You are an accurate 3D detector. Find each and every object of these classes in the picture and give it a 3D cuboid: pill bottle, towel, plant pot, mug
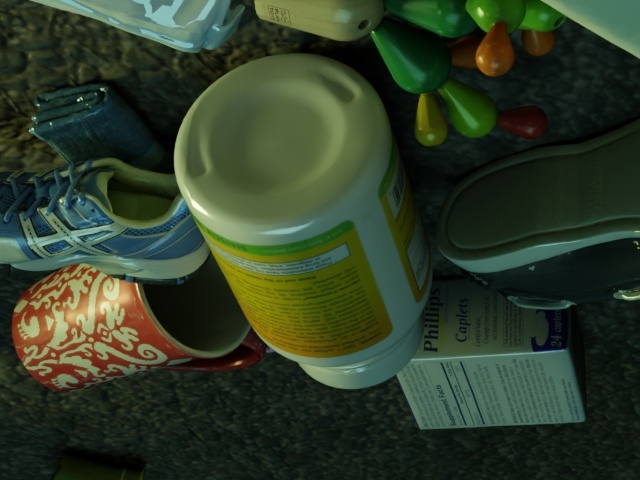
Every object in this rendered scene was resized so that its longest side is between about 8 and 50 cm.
[{"bbox_3d":[0.000,0.000,1.132,0.136,0.136,0.246,-3,148,13],"label":"pill bottle"},{"bbox_3d":[-0.141,-0.061,1.157,0.067,0.029,0.119,-11,145,22],"label":"towel"},{"bbox_3d":[-0.218,0.240,1.617,0.079,0.083,0.083,25,145,-7],"label":"plant pot"},{"bbox_3d":[-0.135,0.066,1.270,0.169,0.113,0.150,-21,110,41],"label":"mug"}]

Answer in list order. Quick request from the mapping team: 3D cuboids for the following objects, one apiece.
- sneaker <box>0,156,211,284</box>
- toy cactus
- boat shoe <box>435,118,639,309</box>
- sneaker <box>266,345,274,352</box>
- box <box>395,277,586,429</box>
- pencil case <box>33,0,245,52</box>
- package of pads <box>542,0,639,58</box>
[{"bbox_3d":[-0.173,-0.024,1.129,0.211,0.080,0.081,0,143,-13],"label":"sneaker"},{"bbox_3d":[0.051,-0.126,0.976,0.180,0.112,0.219,7,158,15],"label":"toy cactus"},{"bbox_3d":[0.223,-0.020,1.107,0.302,0.114,0.091,-6,148,39],"label":"boat shoe"},{"bbox_3d":[-0.042,0.042,1.307,0.057,0.047,0.119,27,147,5],"label":"sneaker"},{"bbox_3d":[0.131,0.087,1.317,0.137,0.072,0.126,-4,147,13],"label":"box"},{"bbox_3d":[-0.167,-0.180,0.879,0.273,0.124,0.113,11,147,-12],"label":"pencil case"},{"bbox_3d":[0.148,-0.185,0.731,0.296,0.229,0.101,26,135,-30],"label":"package of pads"}]
